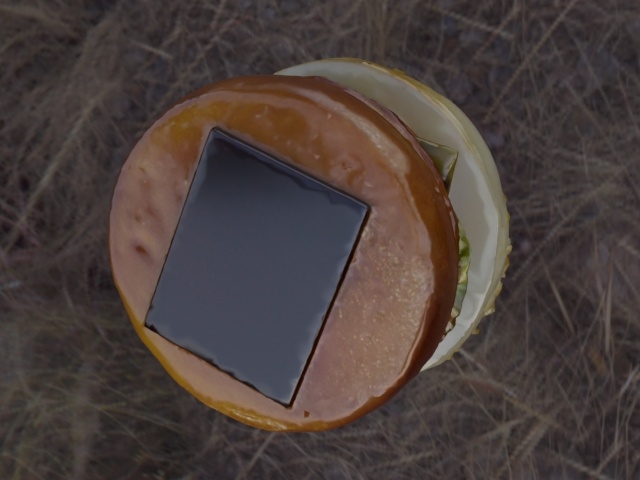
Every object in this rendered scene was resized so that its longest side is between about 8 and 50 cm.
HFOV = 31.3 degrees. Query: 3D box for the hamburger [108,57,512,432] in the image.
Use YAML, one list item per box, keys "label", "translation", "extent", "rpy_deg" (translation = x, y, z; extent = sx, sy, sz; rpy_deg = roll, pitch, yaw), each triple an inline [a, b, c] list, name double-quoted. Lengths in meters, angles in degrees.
- label: "hamburger"
  translation: [0.000, 0.000, 0.876]
  extent: [0.291, 0.225, 0.290]
  rpy_deg: [4, 103, 20]
